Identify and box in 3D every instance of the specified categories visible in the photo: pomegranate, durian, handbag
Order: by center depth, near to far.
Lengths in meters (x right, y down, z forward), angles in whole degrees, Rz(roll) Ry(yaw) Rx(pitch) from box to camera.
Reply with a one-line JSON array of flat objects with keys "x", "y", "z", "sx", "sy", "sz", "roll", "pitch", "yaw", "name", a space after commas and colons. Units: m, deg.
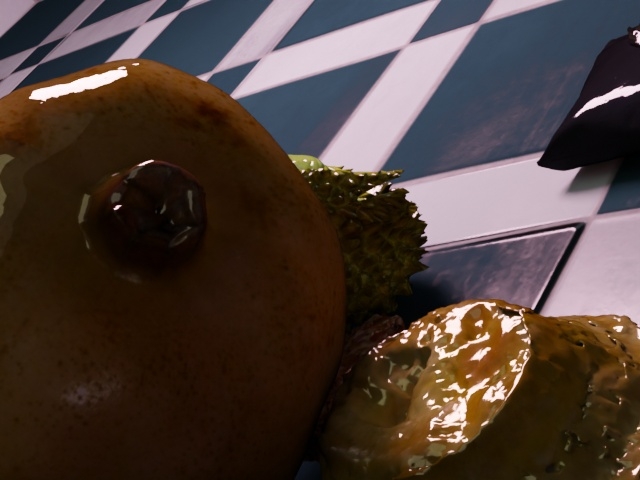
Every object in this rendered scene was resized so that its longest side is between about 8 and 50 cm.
[{"x": -0.175, "y": 0.051, "z": 1.107, "sx": 0.417, "sy": 0.416, "sz": 0.416, "roll": -28, "pitch": 24, "yaw": 14, "name": "pomegranate"}, {"x": 0.347, "y": -0.163, "z": 1.351, "sx": 0.254, "sy": 0.089, "sz": 0.211, "roll": -13, "pitch": 34, "yaw": 48, "name": "handbag"}, {"x": -0.001, "y": 0.001, "z": 1.358, "sx": 0.200, "sy": 0.176, "sz": 0.237, "roll": -22, "pitch": 6, "yaw": -25, "name": "durian"}]

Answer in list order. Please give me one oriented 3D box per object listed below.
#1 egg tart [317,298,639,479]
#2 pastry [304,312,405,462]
[{"x": 0.107, "y": 0.148, "z": 1.032, "sx": 0.341, "sy": 0.129, "sz": 0.341, "roll": -28, "pitch": 26, "yaw": 15, "name": "egg tart"}, {"x": 0.030, "y": 0.137, "z": 1.236, "sx": 0.087, "sy": 0.063, "sz": 0.169, "roll": -18, "pitch": 25, "yaw": 45, "name": "pastry"}]
